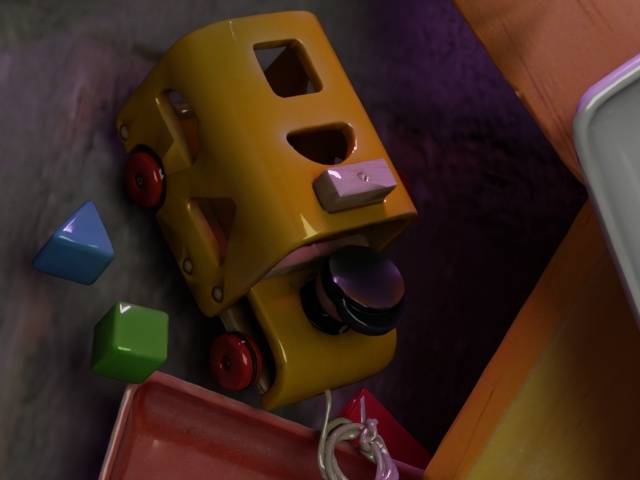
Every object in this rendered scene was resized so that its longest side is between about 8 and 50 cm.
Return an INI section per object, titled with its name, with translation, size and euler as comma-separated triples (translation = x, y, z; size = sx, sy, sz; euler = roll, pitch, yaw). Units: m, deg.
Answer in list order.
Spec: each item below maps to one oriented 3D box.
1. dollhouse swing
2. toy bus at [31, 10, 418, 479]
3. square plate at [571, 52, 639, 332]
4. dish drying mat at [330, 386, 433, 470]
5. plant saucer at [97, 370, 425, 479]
[dollhouse swing]
translation = 0.183, -0.008, 0.868
size = 0.347, 0.305, 0.315
euler = 21, 28, -37
[toy bus]
translation = -0.009, -0.009, 0.755
size = 0.202, 0.104, 0.191
euler = 29, 50, -16
[square plate]
translation = 0.273, -0.013, 0.725
size = 0.347, 0.049, 0.344
euler = -34, 125, -16
[dish drying mat]
translation = 0.041, 0.115, 0.839
size = 0.083, 0.008, 0.032
euler = 46, 62, -14
[plant saucer]
translation = -0.019, 0.223, 0.765
size = 0.258, 0.048, 0.259
euler = 23, 71, -24
